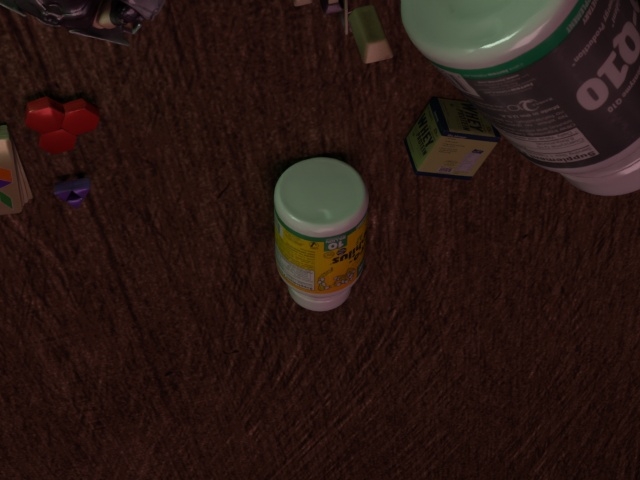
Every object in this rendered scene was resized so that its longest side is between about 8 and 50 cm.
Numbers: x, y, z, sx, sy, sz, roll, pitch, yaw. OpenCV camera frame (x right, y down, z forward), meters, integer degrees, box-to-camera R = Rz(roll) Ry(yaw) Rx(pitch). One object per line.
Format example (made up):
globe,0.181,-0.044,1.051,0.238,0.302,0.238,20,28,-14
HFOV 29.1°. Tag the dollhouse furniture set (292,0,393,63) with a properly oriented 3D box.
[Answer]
dollhouse furniture set,0.025,-0.213,1.287,0.091,0.114,0.081,-13,150,-7

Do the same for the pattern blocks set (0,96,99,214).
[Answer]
pattern blocks set,-0.422,-0.071,1.390,0.324,0.026,0.285,-2,144,-19

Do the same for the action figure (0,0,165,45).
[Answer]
action figure,-0.221,-0.239,1.088,0.185,0.099,0.285,6,180,-17

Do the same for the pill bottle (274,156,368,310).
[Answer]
pill bottle,0.000,0.000,1.575,0.117,0.118,0.208,-10,145,-8

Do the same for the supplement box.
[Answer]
supplement box,0.161,-0.124,1.514,0.083,0.056,0.083,4,142,-26

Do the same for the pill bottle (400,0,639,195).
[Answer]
pill bottle,0.256,-0.196,1.319,0.204,0.204,0.361,-30,144,21
